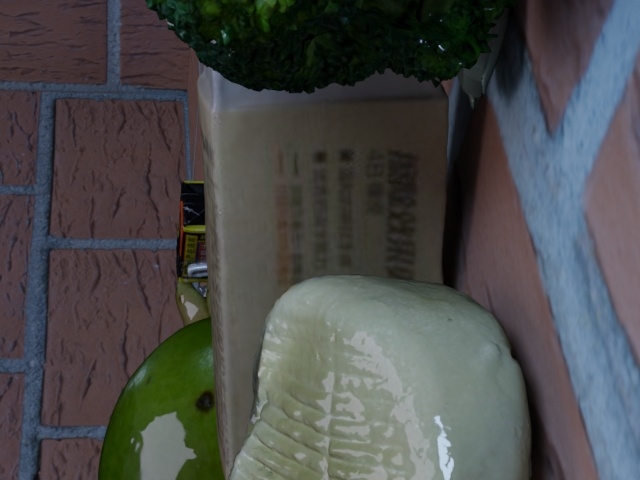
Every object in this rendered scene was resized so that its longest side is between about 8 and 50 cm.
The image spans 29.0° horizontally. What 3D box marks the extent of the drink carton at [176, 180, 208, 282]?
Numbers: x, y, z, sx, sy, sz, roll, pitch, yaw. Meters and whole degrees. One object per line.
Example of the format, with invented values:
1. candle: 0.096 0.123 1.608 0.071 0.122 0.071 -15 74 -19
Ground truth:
1. drink carton: -0.024 -0.003 0.925 0.071 0.165 0.056 102 165 -50

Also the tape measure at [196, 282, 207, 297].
1. tape measure: -0.088 0.073 1.462 0.197 0.120 0.236 162 112 -82

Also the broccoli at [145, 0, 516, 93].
1. broccoli: 0.030 -0.191 0.509 0.297 0.297 0.298 12 104 41

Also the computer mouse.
1. computer mouse: 0.088 -0.127 0.673 0.056 0.032 0.110 -57 -39 -87

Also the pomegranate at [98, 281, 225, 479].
1. pomegranate: -0.083 0.168 1.031 0.310 0.216 0.359 108 152 -44

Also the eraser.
1. eraser: 0.000 0.000 0.773 0.078 0.144 0.344 -113 21 -62

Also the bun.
1. bun: 0.038 0.130 0.672 0.229 0.145 0.229 -24 57 45
